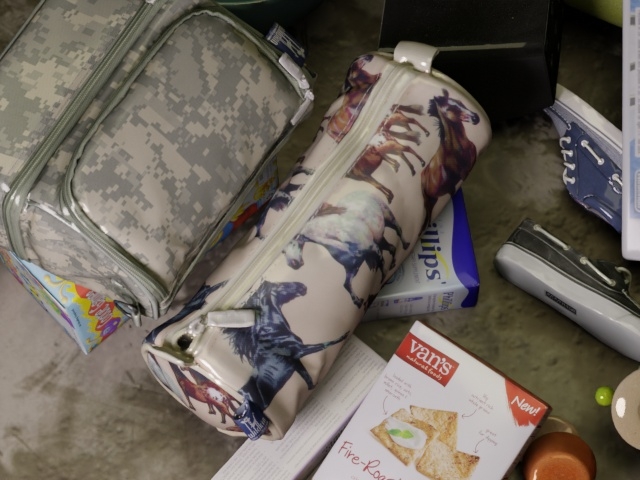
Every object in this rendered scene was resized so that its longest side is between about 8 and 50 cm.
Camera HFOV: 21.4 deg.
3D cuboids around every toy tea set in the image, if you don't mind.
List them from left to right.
[{"bbox_3d":[0.367,0.218,1.685,0.336,0.124,0.200,17,98,4],"label":"toy tea set"}]

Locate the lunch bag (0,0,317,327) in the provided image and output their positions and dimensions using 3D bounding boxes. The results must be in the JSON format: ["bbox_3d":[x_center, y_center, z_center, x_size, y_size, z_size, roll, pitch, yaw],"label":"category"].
[{"bbox_3d":[-0.178,-0.100,1.603,0.256,0.212,0.305,33,70,3],"label":"lunch bag"}]

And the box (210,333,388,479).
[{"bbox_3d":[-0.054,0.231,1.691,0.067,0.063,0.324,38,73,14],"label":"box"}]

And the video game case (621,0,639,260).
[{"bbox_3d":[0.441,-0.132,1.664,0.300,0.036,0.329,5,101,31],"label":"video game case"}]

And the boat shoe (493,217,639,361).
[{"bbox_3d":[0.287,0.051,1.752,0.219,0.078,0.070,34,73,15],"label":"boat shoe"}]

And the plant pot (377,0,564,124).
[{"bbox_3d":[0.168,-0.228,1.795,0.167,0.187,0.188,2,67,14],"label":"plant pot"}]

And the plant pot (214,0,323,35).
[{"bbox_3d":[-0.089,-0.336,1.855,0.290,0.195,0.290,-1,68,1],"label":"plant pot"}]

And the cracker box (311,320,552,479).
[{"bbox_3d":[0.099,0.216,1.657,0.156,0.067,0.232,33,90,14],"label":"cracker box"}]

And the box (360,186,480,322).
[{"bbox_3d":[0.089,0.011,1.775,0.137,0.072,0.126,-8,68,-3],"label":"box"}]

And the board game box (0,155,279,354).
[{"bbox_3d":[-0.192,-0.038,1.761,0.275,0.144,0.142,-40,72,-14],"label":"board game box"}]

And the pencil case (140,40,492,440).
[{"bbox_3d":[0.000,0.000,1.649,0.160,0.183,0.410,32,76,19],"label":"pencil case"}]

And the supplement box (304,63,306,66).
[{"bbox_3d":[-0.068,-0.169,1.871,0.098,0.036,0.062,8,69,4],"label":"supplement box"}]

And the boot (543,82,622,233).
[{"bbox_3d":[0.281,-0.093,1.821,0.190,0.069,0.086,42,93,27],"label":"boot"}]

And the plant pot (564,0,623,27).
[{"bbox_3d":[0.364,-0.336,1.832,0.294,0.275,0.274,10,67,21],"label":"plant pot"}]
